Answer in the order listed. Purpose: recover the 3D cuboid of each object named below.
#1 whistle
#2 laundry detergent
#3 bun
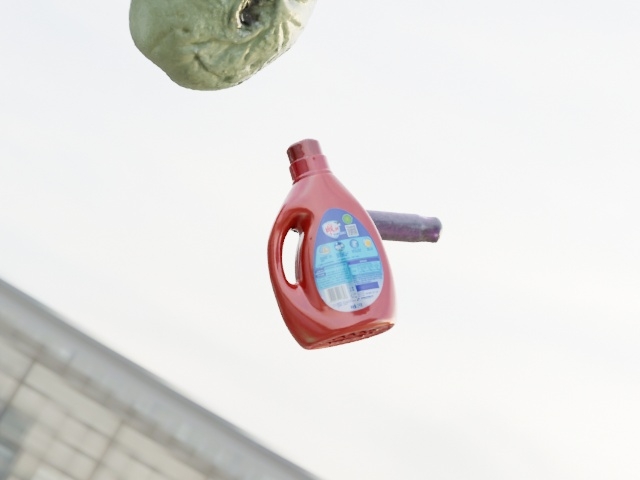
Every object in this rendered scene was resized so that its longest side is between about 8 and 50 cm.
[{"bbox_3d":[0.043,-0.017,1.687,0.176,0.033,0.033,5,-7,-22],"label":"whistle"},{"bbox_3d":[0.000,0.000,1.295,0.097,0.165,0.049,-11,-16,-20],"label":"laundry detergent"},{"bbox_3d":[-0.101,-0.252,1.809,0.108,0.221,0.221,55,-1,32],"label":"bun"}]
